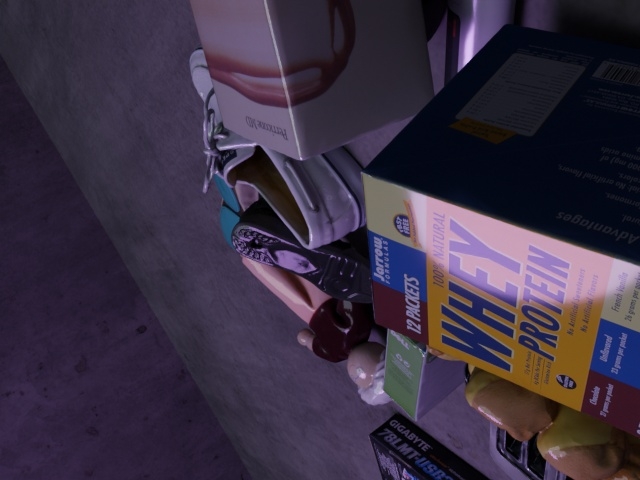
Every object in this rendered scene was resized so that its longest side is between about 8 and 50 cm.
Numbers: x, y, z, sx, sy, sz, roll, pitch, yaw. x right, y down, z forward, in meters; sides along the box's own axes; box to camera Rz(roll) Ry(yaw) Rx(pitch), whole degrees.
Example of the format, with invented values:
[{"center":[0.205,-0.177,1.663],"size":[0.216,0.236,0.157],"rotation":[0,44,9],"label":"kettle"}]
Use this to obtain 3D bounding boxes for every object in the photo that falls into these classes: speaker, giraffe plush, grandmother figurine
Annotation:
[{"center":[0.132,-0.160,0.618],"size":[0.055,0.055,0.136],"rotation":[40,151,36],"label":"speaker"},{"center":[0.209,0.077,0.594],"size":[0.181,0.170,0.210],"rotation":[32,-174,-22],"label":"giraffe plush"},{"center":[0.007,0.110,1.134],"size":[0.342,0.104,0.207],"rotation":[48,149,23],"label":"grandmother figurine"}]

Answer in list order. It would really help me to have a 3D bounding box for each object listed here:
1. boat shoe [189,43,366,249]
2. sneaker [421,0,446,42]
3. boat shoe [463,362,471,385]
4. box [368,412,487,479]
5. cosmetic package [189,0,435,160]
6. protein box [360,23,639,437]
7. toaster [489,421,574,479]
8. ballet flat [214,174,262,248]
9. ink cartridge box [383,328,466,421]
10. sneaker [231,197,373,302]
[{"center":[-0.099,-0.121,0.988],"size":[0.367,0.156,0.136],"rotation":[49,155,20],"label":"boat shoe"},{"center":[0.044,-0.285,0.592],"size":[0.145,0.090,0.270],"rotation":[45,156,22],"label":"sneaker"},{"center":[0.197,0.147,0.838],"size":[0.080,0.076,0.228],"rotation":[42,152,32],"label":"boat shoe"},{"center":[0.219,0.466,1.192],"size":[0.293,0.073,0.295],"rotation":[26,141,49],"label":"box"},{"center":[-0.027,-0.226,0.533],"size":[0.153,0.129,0.296],"rotation":[28,138,55],"label":"cosmetic package"},{"center":[0.165,-0.020,0.482],"size":[0.200,0.201,0.136],"rotation":[21,140,29],"label":"protein box"},{"center":[0.261,0.194,0.728],"size":[0.168,0.110,0.185],"rotation":[38,150,40],"label":"toaster"},{"center":[-0.120,-0.064,1.202],"size":[0.086,0.086,0.248],"rotation":[48,160,21],"label":"ballet flat"},{"center":[0.137,0.114,0.876],"size":[0.062,0.109,0.209],"rotation":[42,152,31],"label":"ink cartridge box"},{"center":[0.000,0.000,1.036],"size":[0.228,0.130,0.087],"rotation":[23,131,0],"label":"sneaker"}]
